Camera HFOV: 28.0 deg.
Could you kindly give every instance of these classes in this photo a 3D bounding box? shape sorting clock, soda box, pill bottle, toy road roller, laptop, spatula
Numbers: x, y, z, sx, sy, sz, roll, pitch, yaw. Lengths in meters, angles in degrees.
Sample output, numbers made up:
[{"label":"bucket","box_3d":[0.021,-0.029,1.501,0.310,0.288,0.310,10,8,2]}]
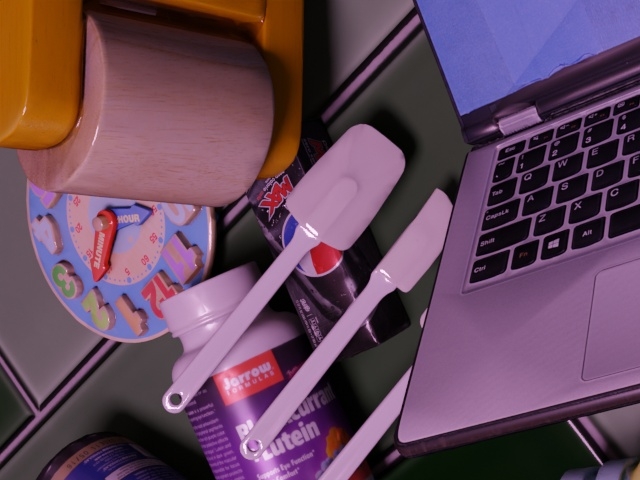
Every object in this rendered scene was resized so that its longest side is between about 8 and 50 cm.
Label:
[{"label":"shape sorting clock","box_3d":[-0.167,-0.018,1.038,0.206,0.040,0.206,9,107,31]},{"label":"soda box","box_3d":[0.000,0.000,0.920,0.053,0.060,0.169,-25,88,30]},{"label":"pill bottle","box_3d":[-0.123,0.250,1.012,0.219,0.122,0.123,26,115,35]},{"label":"toy road roller","box_3d":[-0.156,-0.181,0.877,0.240,0.202,0.330,-10,78,49]},{"label":"pill bottle","box_3d":[-0.044,0.119,0.951,0.108,0.108,0.194,-26,87,35]},{"label":"laptop","box_3d":[0.171,-0.148,0.674,0.382,0.408,0.236,-21,124,35]},{"label":"spatula","box_3d":[0.013,0.060,0.877,0.168,0.019,0.242,39,95,-1]}]

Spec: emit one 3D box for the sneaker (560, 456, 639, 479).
[{"label":"sneaker","box_3d":[0.221,0.131,0.771,0.208,0.127,0.319,2,102,31]}]
